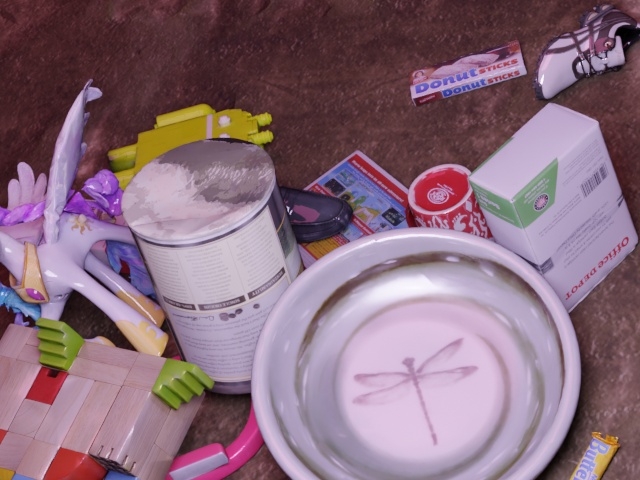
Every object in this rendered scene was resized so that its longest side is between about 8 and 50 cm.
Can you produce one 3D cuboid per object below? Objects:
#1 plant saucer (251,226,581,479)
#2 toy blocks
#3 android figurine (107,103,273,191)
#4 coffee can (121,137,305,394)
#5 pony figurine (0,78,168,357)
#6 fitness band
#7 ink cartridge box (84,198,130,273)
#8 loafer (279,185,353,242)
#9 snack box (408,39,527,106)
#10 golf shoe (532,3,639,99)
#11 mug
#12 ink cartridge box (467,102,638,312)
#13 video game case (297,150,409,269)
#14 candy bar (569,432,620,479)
[{"bbox_3d":[0.119,0.176,1.847,0.400,0.100,0.400,-5,58,8],"label":"plant saucer"},{"bbox_3d":[-0.332,0.262,1.918,0.381,0.191,0.261,8,62,35],"label":"toy blocks"},{"bbox_3d":[-0.204,-0.139,2.349,0.273,0.056,0.248,-15,30,7],"label":"android figurine"},{"bbox_3d":[-0.123,0.035,1.955,0.201,0.275,0.201,-10,39,8],"label":"coffee can"},{"bbox_3d":[-0.358,-0.005,2.109,0.303,0.363,0.351,-50,15,40],"label":"pony figurine"},{"bbox_3d":[-0.201,0.249,2.012,0.291,0.054,0.209,-20,40,7],"label":"fitness band"},{"bbox_3d":[-0.330,-0.007,2.315,0.135,0.056,0.099,5,52,29],"label":"ink cartridge box"},{"bbox_3d":[-0.061,-0.045,2.166,0.223,0.078,0.076,2,50,28],"label":"loafer"},{"bbox_3d":[0.225,-0.257,2.310,0.178,0.022,0.064,-16,45,11],"label":"snack box"},{"bbox_3d":[0.393,-0.273,2.204,0.198,0.077,0.094,-45,46,-17],"label":"golf shoe"},{"bbox_3d":[0.166,-0.011,1.993,0.150,0.169,0.113,1,50,26],"label":"mug"},{"bbox_3d":[0.301,-0.037,1.918,0.160,0.219,0.092,-41,41,-16],"label":"ink cartridge box"},{"bbox_3d":[0.000,0.000,2.170,0.285,0.025,0.204,-37,43,-10],"label":"video game case"},{"bbox_3d":[0.299,0.290,1.748,0.040,0.018,0.161,16,58,36],"label":"candy bar"}]
